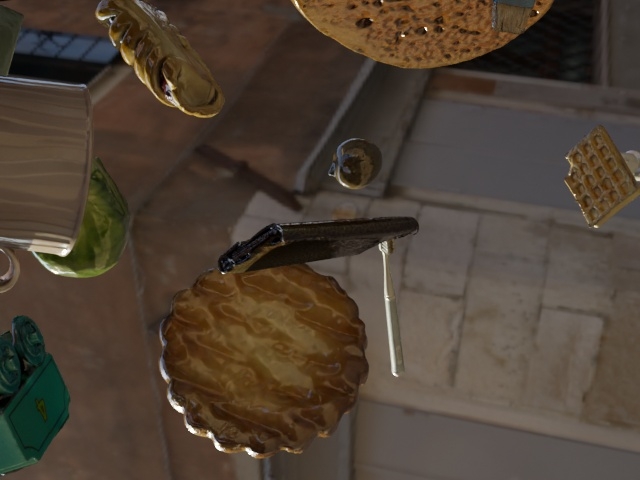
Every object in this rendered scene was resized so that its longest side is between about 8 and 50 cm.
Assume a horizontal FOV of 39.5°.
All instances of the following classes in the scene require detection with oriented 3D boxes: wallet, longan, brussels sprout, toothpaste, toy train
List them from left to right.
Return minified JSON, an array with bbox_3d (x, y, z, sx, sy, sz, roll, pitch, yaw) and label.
[{"bbox_3d":[-0.355,0.172,0.985,0.198,0.107,0.154,-84,-25,-76],"label":"toy train"},{"bbox_3d":[-0.482,-0.066,1.714,0.219,0.210,0.271,-120,19,-68],"label":"brussels sprout"},{"bbox_3d":[0.000,0.000,1.142,0.243,0.133,0.039,-4,-106,-43],"label":"wallet"},{"bbox_3d":[0.069,-0.153,1.781,0.092,0.113,0.113,65,-145,-57],"label":"longan"},{"bbox_3d":[0.621,-0.125,1.583,0.058,0.314,0.056,33,115,54],"label":"toothpaste"}]

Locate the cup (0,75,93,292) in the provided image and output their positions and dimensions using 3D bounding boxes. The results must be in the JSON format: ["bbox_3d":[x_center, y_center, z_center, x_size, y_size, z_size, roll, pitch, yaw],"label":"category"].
[{"bbox_3d":[-0.441,-0.078,1.122,0.288,0.273,0.208,-62,35,36],"label":"cup"}]

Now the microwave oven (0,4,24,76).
[{"bbox_3d":[-0.605,-0.236,1.324,0.181,0.295,0.237,21,-114,-36],"label":"microwave oven"}]

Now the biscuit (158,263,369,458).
[{"bbox_3d":[-0.087,0.178,1.366,0.107,0.326,0.325,102,-176,-61],"label":"biscuit"}]

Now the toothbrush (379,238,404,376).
[{"bbox_3d":[0.132,0.120,1.627,0.030,0.025,0.342,46,151,48],"label":"toothbrush"}]

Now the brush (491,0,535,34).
[{"bbox_3d":[0.230,-0.315,1.004,0.014,0.051,0.164,-126,43,-57],"label":"brush"}]

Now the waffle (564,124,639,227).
[{"bbox_3d":[0.392,-0.091,1.262,0.092,0.021,0.135,-47,40,31],"label":"waffle"}]

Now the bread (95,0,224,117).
[{"bbox_3d":[-0.242,-0.275,1.329,0.081,0.225,0.134,-42,-18,15],"label":"bread"}]

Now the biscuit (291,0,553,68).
[{"bbox_3d":[0.149,-0.364,1.184,0.394,0.350,0.070,23,-128,-49],"label":"biscuit"}]
